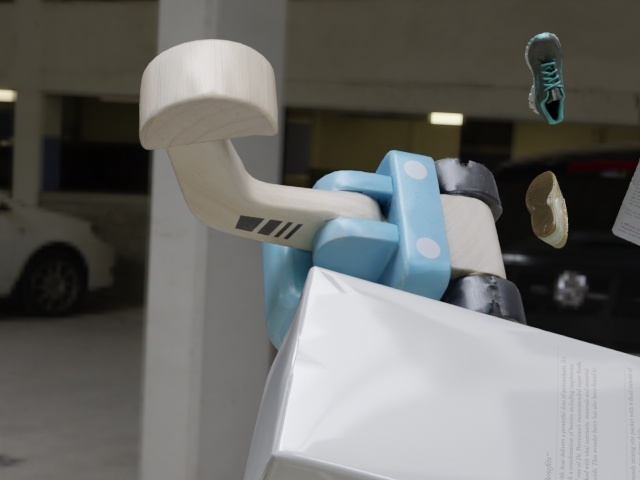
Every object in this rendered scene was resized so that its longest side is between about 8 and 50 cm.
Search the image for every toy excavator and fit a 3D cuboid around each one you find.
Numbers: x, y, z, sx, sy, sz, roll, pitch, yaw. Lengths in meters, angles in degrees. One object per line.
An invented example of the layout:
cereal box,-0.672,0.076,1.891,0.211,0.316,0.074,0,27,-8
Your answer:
toy excavator,0.000,0.000,1.377,0.445,0.222,0.433,7,-39,-17

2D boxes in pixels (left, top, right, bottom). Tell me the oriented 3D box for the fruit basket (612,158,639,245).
fruit basket,0.520,-0.072,1.412,0.327,0.353,0.165,24,53,14

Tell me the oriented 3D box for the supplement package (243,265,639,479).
supplement package,0.098,0.171,0.967,0.293,0.175,0.177,16,47,-4

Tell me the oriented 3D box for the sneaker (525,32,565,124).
sneaker,0.376,-0.260,2.113,0.065,0.166,0.076,-17,41,-2

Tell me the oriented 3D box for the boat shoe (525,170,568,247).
boat shoe,0.316,-0.041,1.793,0.050,0.045,0.135,-28,33,30
